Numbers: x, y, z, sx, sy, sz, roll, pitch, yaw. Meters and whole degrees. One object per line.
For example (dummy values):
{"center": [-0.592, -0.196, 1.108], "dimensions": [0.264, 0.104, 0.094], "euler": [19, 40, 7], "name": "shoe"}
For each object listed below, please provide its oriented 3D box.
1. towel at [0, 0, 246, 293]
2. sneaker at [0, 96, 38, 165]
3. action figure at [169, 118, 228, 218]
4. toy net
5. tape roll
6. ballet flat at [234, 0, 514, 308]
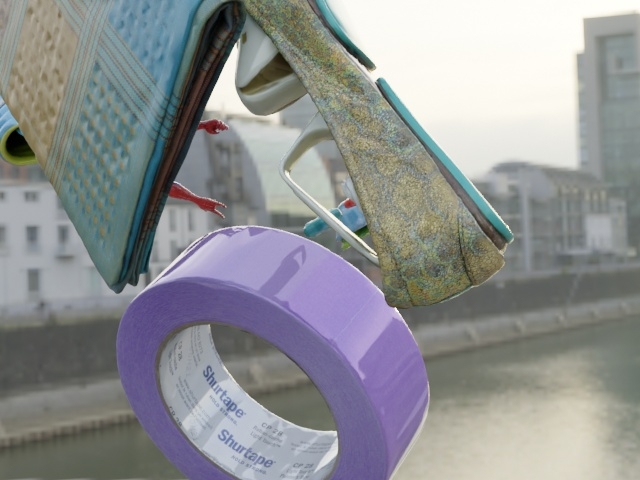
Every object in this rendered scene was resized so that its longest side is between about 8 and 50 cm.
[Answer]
{"center": [-0.191, -0.175, 1.014], "dimensions": [0.040, 0.271, 0.370], "euler": [0, 37, -37], "name": "towel"}
{"center": [-0.384, -0.242, 1.812], "dimensions": [0.127, 0.319, 0.208], "euler": [27, 16, -44], "name": "sneaker"}
{"center": [-0.149, -0.132, 1.391], "dimensions": [0.139, 0.091, 0.280], "euler": [16, -42, -6], "name": "action figure"}
{"center": [0.000, 0.000, 1.208], "dimensions": [0.232, 0.045, 0.122], "euler": [-31, 0, -38], "name": "toy net"}
{"center": [-0.045, 0.126, 1.089], "dimensions": [0.274, 0.275, 0.090], "euler": [-3, 29, 36], "name": "tape roll"}
{"center": [0.005, -0.100, 0.888], "dimensions": [0.123, 0.349, 0.123], "euler": [-28, -20, -11], "name": "ballet flat"}
